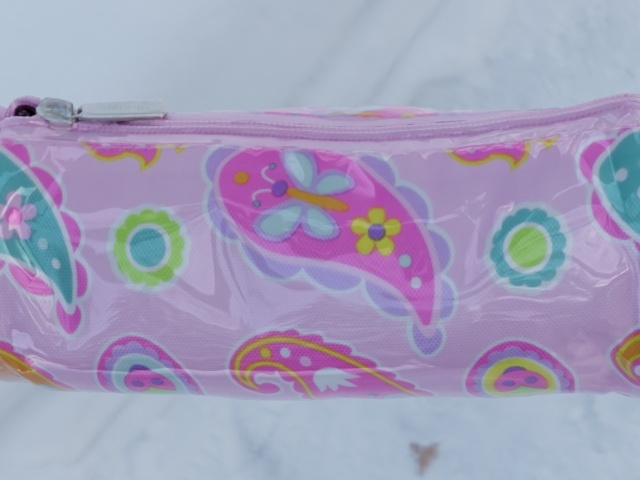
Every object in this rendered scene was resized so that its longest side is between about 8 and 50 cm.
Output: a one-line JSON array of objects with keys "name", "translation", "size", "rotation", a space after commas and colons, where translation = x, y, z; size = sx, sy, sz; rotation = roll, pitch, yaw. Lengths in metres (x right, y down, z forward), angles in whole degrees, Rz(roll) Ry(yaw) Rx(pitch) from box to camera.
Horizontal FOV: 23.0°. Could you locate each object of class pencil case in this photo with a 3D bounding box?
[{"name": "pencil case", "translation": [0.000, 0.000, 0.604], "size": [0.284, 0.124, 0.124], "rotation": [1, 83, 11]}]
